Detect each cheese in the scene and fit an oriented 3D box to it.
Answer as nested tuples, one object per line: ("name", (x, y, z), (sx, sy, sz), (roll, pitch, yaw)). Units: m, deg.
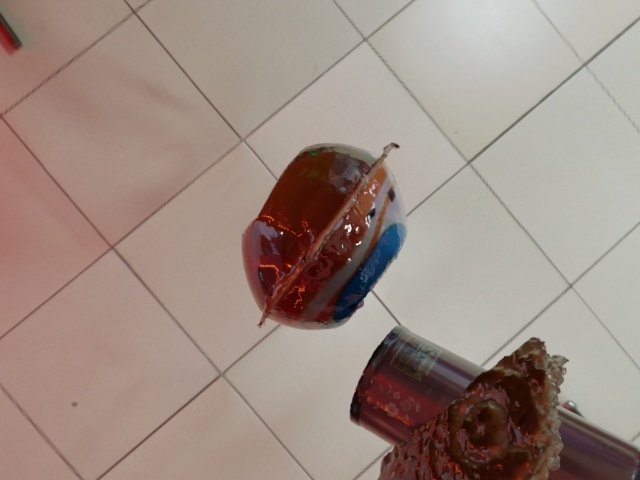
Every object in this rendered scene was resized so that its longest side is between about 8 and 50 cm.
("cheese", (0.000, 0.000, 0.582), (0.129, 0.329, 0.217), (36, 80, 1))

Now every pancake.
("pancake", (0.112, 0.182, 0.365), (0.057, 0.266, 0.244), (34, 84, -14))

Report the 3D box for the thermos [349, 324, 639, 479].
("thermos", (0.189, 0.210, 0.502), (0.330, 0.109, 0.136), (25, 98, 25))
